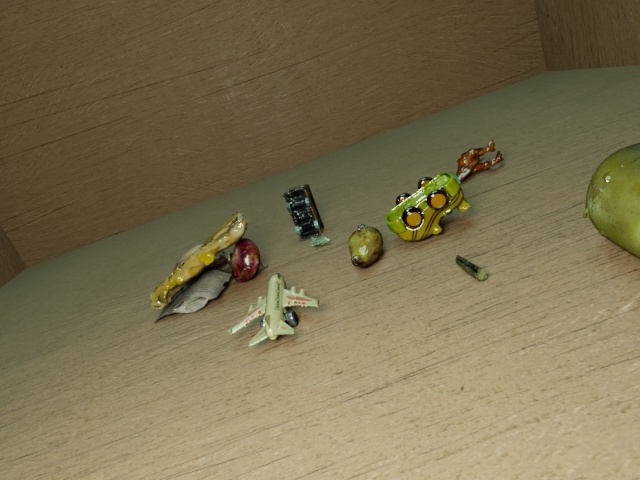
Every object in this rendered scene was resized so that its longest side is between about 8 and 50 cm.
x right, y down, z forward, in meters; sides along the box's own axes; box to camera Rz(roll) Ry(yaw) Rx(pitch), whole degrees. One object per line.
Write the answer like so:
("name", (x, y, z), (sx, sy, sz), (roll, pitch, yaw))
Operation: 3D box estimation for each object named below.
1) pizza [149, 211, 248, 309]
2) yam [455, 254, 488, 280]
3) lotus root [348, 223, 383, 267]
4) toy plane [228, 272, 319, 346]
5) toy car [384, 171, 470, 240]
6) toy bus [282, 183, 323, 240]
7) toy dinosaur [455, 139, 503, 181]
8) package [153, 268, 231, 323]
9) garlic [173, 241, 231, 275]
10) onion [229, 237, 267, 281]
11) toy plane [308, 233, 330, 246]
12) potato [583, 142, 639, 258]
("pizza", (-0.370, 0.028, 1.598), (0.435, 0.080, 0.392), (-38, 11, 16))
("yam", (0.356, 0.065, 1.113), (0.027, 0.033, 0.129), (-48, 14, 5))
("lotus root", (0.128, 0.029, 1.357), (0.108, 0.094, 0.190), (-38, 19, 27))
("toy plane", (-0.113, 0.170, 1.191), (0.242, 0.104, 0.256), (-20, 19, 11))
("toy car", (0.321, -0.088, 1.385), (0.248, 0.142, 0.200), (-37, 13, 18))
("toy bus", (-0.061, -0.114, 1.766), (0.098, 0.201, 0.114), (-17, 17, 13))
("toy dinosaur", (0.573, -0.293, 1.759), (0.208, 0.097, 0.432), (-22, 10, 43))
("package", (-0.430, 0.176, 1.574), (0.251, 0.062, 0.204), (-21, 17, 13))
("garlic", (-0.471, 0.065, 1.853), (0.228, 0.110, 0.217), (-21, 15, 2))
("onion", (-0.235, 0.071, 1.593), (0.140, 0.150, 0.150), (8, 2, -33))
("toy plane", (0.001, 0.003, 1.642), (0.083, 0.033, 0.080), (1, 27, 33))
("potato", (0.650, -0.062, 0.853), (0.270, 0.219, 0.359), (-8, 24, 15))
